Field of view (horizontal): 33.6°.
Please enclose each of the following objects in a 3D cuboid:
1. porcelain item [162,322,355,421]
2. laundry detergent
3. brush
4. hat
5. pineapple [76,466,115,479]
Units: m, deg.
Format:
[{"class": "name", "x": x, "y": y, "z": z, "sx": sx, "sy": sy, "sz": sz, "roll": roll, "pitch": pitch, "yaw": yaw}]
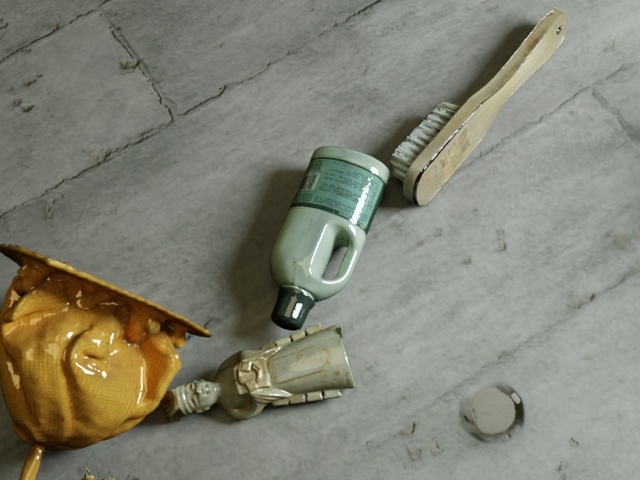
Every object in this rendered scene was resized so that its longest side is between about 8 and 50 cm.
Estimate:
[{"class": "porcelain item", "x": -0.073, "y": 0.153, "z": 1.170, "sx": 0.213, "sy": 0.054, "sz": 0.084, "roll": -15, "pitch": 69, "yaw": -1}, {"class": "laundry detergent", "x": 0.000, "y": 0.000, "z": 1.230, "sx": 0.099, "sy": 0.070, "sz": 0.226, "roll": 19, "pitch": 66, "yaw": 8}, {"class": "brush", "x": 0.192, "y": -0.176, "z": 1.306, "sx": 0.065, "sy": 0.070, "sz": 0.327, "roll": 31, "pitch": 69, "yaw": 30}, {"class": "hat", "x": -0.274, "y": 0.156, "z": 1.119, "sx": 0.233, "sy": 0.244, "sz": 0.233, "roll": 16, "pitch": 78, "yaw": 25}, {"class": "pineapple", "x": -0.242, "y": 0.310, "z": 1.063, "sx": 0.176, "sy": 0.137, "sz": 0.161, "roll": 39, "pitch": 73, "yaw": 23}]
